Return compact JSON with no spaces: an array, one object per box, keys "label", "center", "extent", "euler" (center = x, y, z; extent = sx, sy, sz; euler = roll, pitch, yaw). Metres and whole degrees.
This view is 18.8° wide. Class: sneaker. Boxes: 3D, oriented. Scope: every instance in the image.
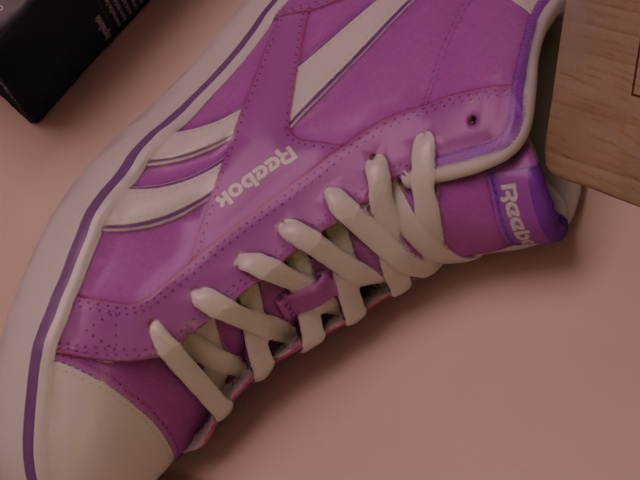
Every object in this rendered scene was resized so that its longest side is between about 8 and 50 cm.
[{"label":"sneaker","center":[0.000,-0.001,0.727],"extent":[0.161,0.102,0.282],"euler":[20,69,37]}]

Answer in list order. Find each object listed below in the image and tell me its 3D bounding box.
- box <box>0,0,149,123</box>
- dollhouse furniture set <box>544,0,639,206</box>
[{"label":"box","center":[-0.146,-0.170,0.907],"extent":[0.156,0.093,0.158],"euler":[39,82,15]},{"label":"dollhouse furniture set","center":[0.200,-0.039,0.465],"extent":[0.135,0.259,0.262],"euler":[27,114,55]}]
